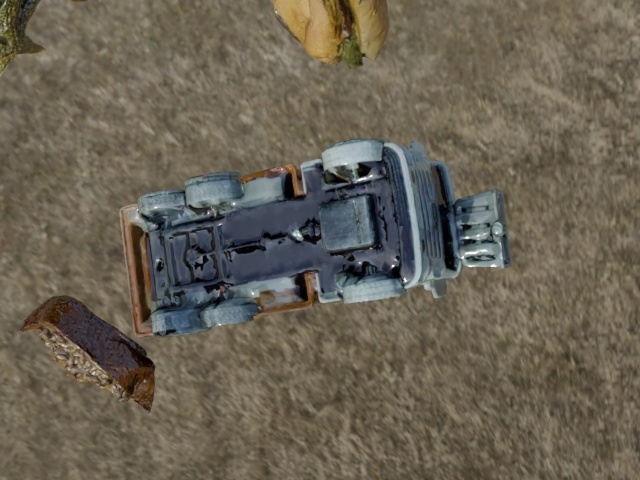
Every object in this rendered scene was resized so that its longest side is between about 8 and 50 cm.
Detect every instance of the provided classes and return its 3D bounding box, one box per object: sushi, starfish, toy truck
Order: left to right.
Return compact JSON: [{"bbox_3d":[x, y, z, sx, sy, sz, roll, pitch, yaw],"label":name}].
[{"bbox_3d":[-0.404,-0.258,1.408,0.050,0.217,0.223,43,104,0],"label":"starfish"},{"bbox_3d":[-0.180,0.091,0.868,0.120,0.052,0.055,39,61,-9],"label":"sushi"},{"bbox_3d":[0.000,0.000,0.964,0.338,0.184,0.133,-11,84,31],"label":"toy truck"}]

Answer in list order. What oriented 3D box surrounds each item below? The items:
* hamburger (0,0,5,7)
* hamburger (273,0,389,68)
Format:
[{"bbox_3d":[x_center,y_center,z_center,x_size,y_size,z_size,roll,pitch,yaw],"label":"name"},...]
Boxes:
[{"bbox_3d":[-0.280,-0.229,0.823,0.235,0.125,0.214,-57,31,13],"label":"hamburger"},{"bbox_3d":[0.031,-0.329,1.397,0.135,0.207,0.155,-41,76,-18],"label":"hamburger"}]
